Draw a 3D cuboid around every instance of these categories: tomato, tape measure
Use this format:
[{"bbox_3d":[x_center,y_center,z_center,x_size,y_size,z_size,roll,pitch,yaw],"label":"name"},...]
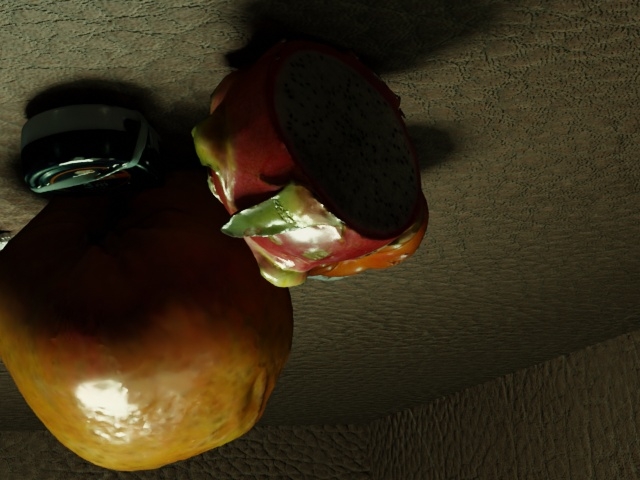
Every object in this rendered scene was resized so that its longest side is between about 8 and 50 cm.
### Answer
[{"bbox_3d":[0.042,-0.041,1.748,0.260,0.180,0.260,-5,164,-2],"label":"tomato"},{"bbox_3d":[-0.312,-0.122,1.499,0.182,0.107,0.181,-6,165,-2],"label":"tape measure"}]

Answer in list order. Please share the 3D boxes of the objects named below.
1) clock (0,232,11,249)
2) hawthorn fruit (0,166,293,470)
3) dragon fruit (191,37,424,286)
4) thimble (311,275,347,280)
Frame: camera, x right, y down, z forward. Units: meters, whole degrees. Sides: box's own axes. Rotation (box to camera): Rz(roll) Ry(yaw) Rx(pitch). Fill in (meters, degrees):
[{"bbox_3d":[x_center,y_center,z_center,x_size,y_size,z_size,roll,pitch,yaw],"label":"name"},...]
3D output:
[{"bbox_3d":[-0.587,0.024,1.912,0.087,0.041,0.129,-1,145,-44],"label":"clock"},{"bbox_3d":[-0.257,0.121,1.696,0.472,0.471,0.472,-6,162,-2],"label":"hawthorn fruit"},{"bbox_3d":[-0.035,-0.087,1.402,0.226,0.305,0.305,-26,154,37],"label":"dragon fruit"},{"bbox_3d":[-0.001,0.003,1.950,0.118,0.127,0.151,9,151,-43],"label":"thimble"}]
